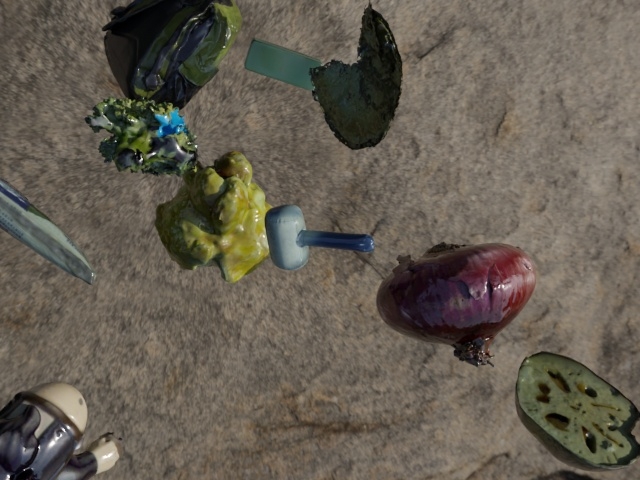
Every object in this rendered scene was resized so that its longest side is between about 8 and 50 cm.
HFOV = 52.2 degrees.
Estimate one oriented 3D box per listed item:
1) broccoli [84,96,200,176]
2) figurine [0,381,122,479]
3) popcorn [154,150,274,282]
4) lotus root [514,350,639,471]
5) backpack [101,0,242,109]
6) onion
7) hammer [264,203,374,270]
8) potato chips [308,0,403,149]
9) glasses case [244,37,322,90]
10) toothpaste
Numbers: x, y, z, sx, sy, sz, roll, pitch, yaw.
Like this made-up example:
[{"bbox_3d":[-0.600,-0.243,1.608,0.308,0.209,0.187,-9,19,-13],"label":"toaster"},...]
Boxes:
[{"bbox_3d":[-0.288,-0.158,1.055,0.155,0.160,0.167,-23,119,10],"label":"broccoli"},{"bbox_3d":[-0.390,0.329,0.707,0.241,0.306,0.412,42,48,7],"label":"figurine"},{"bbox_3d":[-0.227,-0.053,1.422,0.277,0.225,0.276,-12,123,-19],"label":"popcorn"},{"bbox_3d":[0.368,0.264,0.966,0.183,0.203,0.077,-17,137,-37],"label":"lotus root"},{"bbox_3d":[-0.260,-0.350,1.135,0.253,0.140,0.207,-39,67,18],"label":"backpack"},{"bbox_3d":[0.301,0.142,1.418,0.348,0.347,0.285,-13,80,-9],"label":"onion"},{"bbox_3d":[0.000,0.000,1.101,0.194,0.069,0.116,5,119,23],"label":"hammer"},{"bbox_3d":[0.059,-0.253,1.027,0.029,0.220,0.202,-14,60,-34],"label":"potato chips"},{"bbox_3d":[-0.092,-0.437,1.621,0.184,0.039,0.077,15,118,-14],"label":"glasses case"},{"bbox_3d":[-0.258,-0.047,0.479,0.233,0.060,0.038,43,83,-17],"label":"toothpaste"}]
